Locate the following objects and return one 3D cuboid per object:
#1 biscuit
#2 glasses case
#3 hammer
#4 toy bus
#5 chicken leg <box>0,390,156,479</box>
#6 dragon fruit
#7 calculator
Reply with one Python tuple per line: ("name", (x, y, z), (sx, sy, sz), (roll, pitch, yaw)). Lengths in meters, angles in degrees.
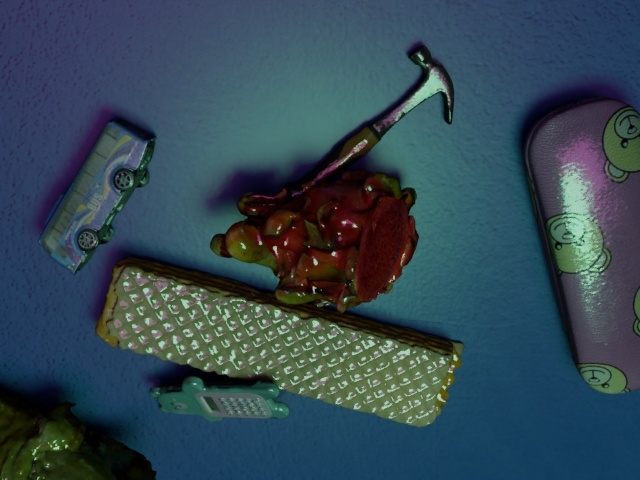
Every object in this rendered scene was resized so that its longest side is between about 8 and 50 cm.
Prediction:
("biscuit", (-0.035, 0.107, 0.996), (0.379, 0.054, 0.094), (17, 104, -11))
("glasses case", (0.294, 0.010, 0.993), (0.123, 0.076, 0.316), (-17, 107, 0))
("hammer", (0.049, -0.099, 0.963), (0.201, 0.021, 0.078), (-40, 106, 6))
("toy bus", (-0.213, -0.043, 0.937), (0.061, 0.051, 0.153), (34, 101, -2))
("chicken leg", (-0.353, 0.224, 0.961), (0.361, 0.140, 0.211), (29, 81, -3))
("dragon fruit", (0.000, 0.000, 0.921), (0.208, 0.150, 0.133), (-1, 99, -12))
("calculator", (-0.104, 0.163, 0.995), (0.141, 0.019, 0.094), (-1, 146, 13))
